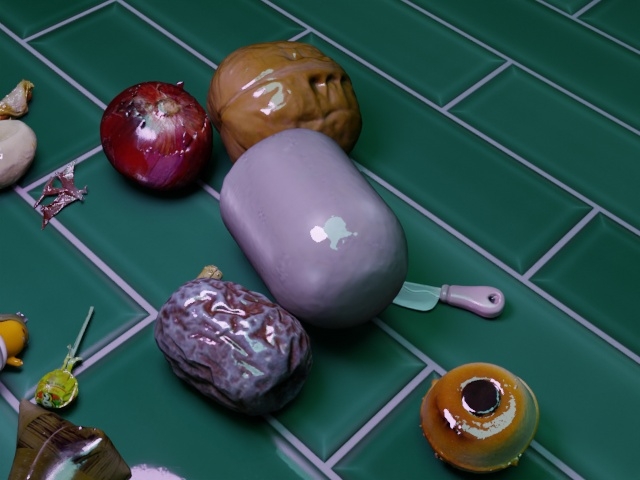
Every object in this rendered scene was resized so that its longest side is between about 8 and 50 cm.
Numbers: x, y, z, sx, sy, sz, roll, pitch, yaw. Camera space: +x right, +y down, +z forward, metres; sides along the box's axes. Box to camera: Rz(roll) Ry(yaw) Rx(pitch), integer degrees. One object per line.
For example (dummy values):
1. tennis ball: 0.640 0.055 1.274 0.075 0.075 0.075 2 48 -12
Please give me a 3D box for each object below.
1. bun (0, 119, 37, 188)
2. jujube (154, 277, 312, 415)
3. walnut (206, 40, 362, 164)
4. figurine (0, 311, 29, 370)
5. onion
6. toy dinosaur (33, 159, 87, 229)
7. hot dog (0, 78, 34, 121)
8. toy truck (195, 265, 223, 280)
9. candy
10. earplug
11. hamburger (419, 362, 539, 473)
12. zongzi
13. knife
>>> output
1. bun: -0.771 -0.188 2.039 0.222 0.127 0.222 -15 38 12
2. jujube: -0.174 0.201 1.688 0.317 0.226 0.226 31 53 22
3. walnut: -0.083 -0.314 2.062 0.398 0.308 0.354 -19 78 -46
4. figurine: -0.689 0.188 1.716 0.250 0.167 0.141 9 24 20
5. onion: -0.387 -0.241 2.037 0.276 0.276 0.276 2 49 -3
6. toy dinosaur: -0.613 -0.112 2.039 0.108 0.032 0.220 11 51 1
7. hot dog: -0.783 -0.347 2.205 0.061 0.078 0.169 33 58 3
8. toy truck: -0.261 0.111 1.851 0.052 0.063 0.123 26 51 16
9. candy: -0.501 0.233 1.735 0.077 0.073 0.262 22 41 -10
10. earplug: 0.000 0.000 1.774 0.312 0.313 0.394 -17 44 -19
11. hamburger: 0.304 0.340 1.648 0.237 0.147 0.237 -6 50 7
12. zongzi: -0.527 0.433 1.521 0.300 0.145 0.274 18 53 32
13. knife: 0.240 0.125 1.912 0.336 0.043 0.081 7 55 9
